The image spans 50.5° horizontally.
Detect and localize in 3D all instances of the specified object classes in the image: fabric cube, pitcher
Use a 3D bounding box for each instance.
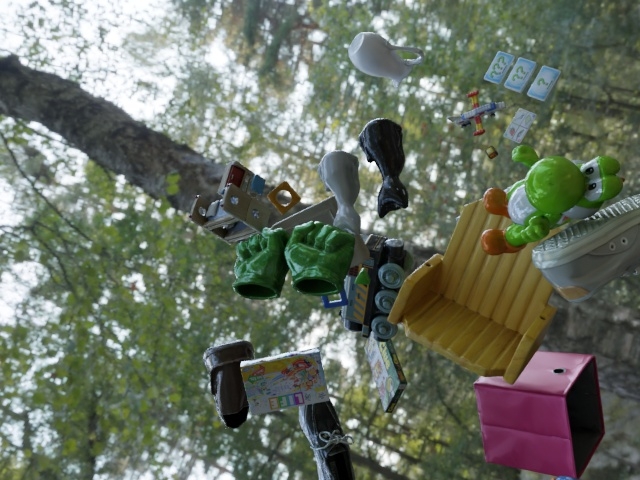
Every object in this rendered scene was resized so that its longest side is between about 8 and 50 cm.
[{"bbox_3d":[0.613,0.469,1.888,0.254,0.258,0.259,-26,-71,-47],"label":"fabric cube"},{"bbox_3d":[0.212,-0.595,2.179,0.177,0.207,0.126,-33,42,49],"label":"pitcher"}]

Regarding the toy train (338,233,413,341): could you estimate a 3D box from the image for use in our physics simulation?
[{"bbox_3d":[0.151,0.135,1.929,0.142,0.190,0.334,-51,-29,-55],"label":"toy train"}]

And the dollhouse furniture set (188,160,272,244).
[{"bbox_3d":[-0.192,-0.110,1.543,0.129,0.129,0.184,34,-123,-36],"label":"dollhouse furniture set"}]

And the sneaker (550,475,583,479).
[{"bbox_3d":[0.447,0.431,1.045,0.087,0.221,0.083,-13,-83,-51],"label":"sneaker"}]

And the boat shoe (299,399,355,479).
[{"bbox_3d":[0.027,0.544,1.806,0.105,0.113,0.306,-26,71,59],"label":"boat shoe"}]

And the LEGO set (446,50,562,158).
[{"bbox_3d":[0.420,-0.320,1.591,0.060,0.182,0.244,20,-78,-50],"label":"LEGO set"}]

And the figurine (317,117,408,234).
[{"bbox_3d":[0.091,-0.114,1.421,0.092,0.215,0.210,20,-129,-39],"label":"figurine"}]

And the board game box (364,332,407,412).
[{"bbox_3d":[0.193,0.373,2.046,0.260,0.030,0.136,-107,31,-50],"label":"board game box"}]

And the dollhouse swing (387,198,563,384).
[{"bbox_3d":[0.413,0.104,1.697,0.315,0.346,0.305,-29,-40,-51],"label":"dollhouse swing"}]

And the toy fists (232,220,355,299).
[{"bbox_3d":[-0.060,0.034,1.379,0.096,0.279,0.142,48,-134,-42],"label":"toy fists"}]

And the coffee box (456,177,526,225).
[{"bbox_3d":[0.523,-0.052,1.959,0.098,0.246,0.141,42,-147,-25],"label":"coffee box"}]

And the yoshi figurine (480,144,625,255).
[{"bbox_3d":[0.439,-0.087,1.387,0.203,0.204,0.362,-38,0,-25],"label":"yoshi figurine"}]

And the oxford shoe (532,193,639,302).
[{"bbox_3d":[0.605,-0.004,1.327,0.130,0.449,0.169,67,158,-3],"label":"oxford shoe"}]

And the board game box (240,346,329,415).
[{"bbox_3d":[-0.067,0.269,1.300,0.026,0.154,0.104,-101,-1,-77],"label":"board game box"}]

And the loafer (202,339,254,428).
[{"bbox_3d":[-0.220,0.382,1.770,0.366,0.133,0.130,92,161,-53],"label":"loafer"}]

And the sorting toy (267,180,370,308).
[{"bbox_3d":[0.000,0.000,1.680,0.348,0.196,0.047,61,-163,-11],"label":"sorting toy"}]
